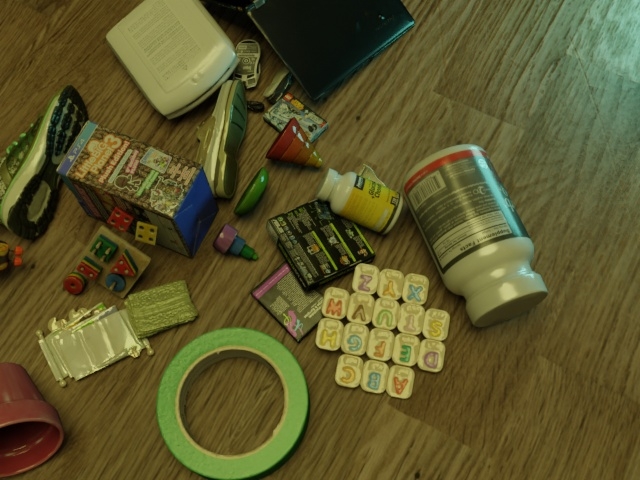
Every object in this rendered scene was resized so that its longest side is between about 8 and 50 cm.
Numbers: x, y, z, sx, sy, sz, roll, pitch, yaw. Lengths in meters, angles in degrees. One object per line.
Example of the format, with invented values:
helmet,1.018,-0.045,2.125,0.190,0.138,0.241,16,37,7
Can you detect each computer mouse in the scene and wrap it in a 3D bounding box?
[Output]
computer mouse,-0.184,-0.415,2.100,0.106,0.042,0.193,3,73,9

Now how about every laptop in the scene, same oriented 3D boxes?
laptop,-0.048,-0.603,2.153,0.382,0.236,0.408,-40,42,-22

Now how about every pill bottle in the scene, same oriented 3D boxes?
pill bottle,0.335,-0.009,1.811,0.210,0.210,0.363,-20,69,-5
pill bottle,0.086,-0.093,1.882,0.184,0.103,0.103,24,69,-10

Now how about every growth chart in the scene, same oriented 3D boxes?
growth chart,-0.509,0.222,1.863,0.237,0.021,0.172,-21,68,-6

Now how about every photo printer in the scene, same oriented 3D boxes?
photo printer,-0.360,-0.466,2.065,0.256,0.107,0.307,-40,67,4

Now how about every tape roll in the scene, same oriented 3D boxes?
tape roll,-0.183,0.347,1.764,0.321,0.077,0.321,-1,67,3

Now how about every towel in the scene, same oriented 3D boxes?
towel,-0.360,0.153,1.873,0.148,0.027,0.110,-19,66,-12

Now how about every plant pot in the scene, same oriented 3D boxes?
plant pot,-0.657,0.363,1.732,0.201,0.201,0.180,-27,53,-8

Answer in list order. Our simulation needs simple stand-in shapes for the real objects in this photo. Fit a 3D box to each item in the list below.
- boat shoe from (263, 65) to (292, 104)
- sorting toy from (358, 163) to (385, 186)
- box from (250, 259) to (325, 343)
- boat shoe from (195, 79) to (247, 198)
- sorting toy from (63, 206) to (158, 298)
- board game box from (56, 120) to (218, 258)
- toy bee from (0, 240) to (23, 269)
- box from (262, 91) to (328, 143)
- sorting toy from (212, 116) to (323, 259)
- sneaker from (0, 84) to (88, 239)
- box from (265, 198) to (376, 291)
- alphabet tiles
boat shoe,-0.096,-0.394,2.086,0.046,0.038,0.125,-6,45,49
sorting toy,0.112,-0.124,1.963,0.075,0.045,0.083,29,72,6
box,-0.063,0.136,1.870,0.116,0.029,0.162,-41,70,-12
boat shoe,-0.248,-0.248,1.988,0.103,0.113,0.302,2,71,18
sorting toy,-0.463,0.051,1.846,0.132,0.274,0.046,36,28,-10
board game box,-0.405,-0.111,1.881,0.291,0.232,0.141,22,69,11
toy bee,-0.770,0.034,1.885,0.162,0.195,0.298,0,42,-36
box,-0.061,-0.293,2.048,0.137,0.027,0.094,41,76,17
sorting toy,-0.109,-0.108,1.946,0.126,0.127,0.366,32,78,-11
sneaker,-0.703,-0.207,1.993,0.182,0.158,0.410,10,65,19
box,0.000,0.000,1.894,0.184,0.045,0.191,-24,67,-25
alphabet tiles,0.136,0.194,1.819,0.284,0.021,0.278,12,74,1
